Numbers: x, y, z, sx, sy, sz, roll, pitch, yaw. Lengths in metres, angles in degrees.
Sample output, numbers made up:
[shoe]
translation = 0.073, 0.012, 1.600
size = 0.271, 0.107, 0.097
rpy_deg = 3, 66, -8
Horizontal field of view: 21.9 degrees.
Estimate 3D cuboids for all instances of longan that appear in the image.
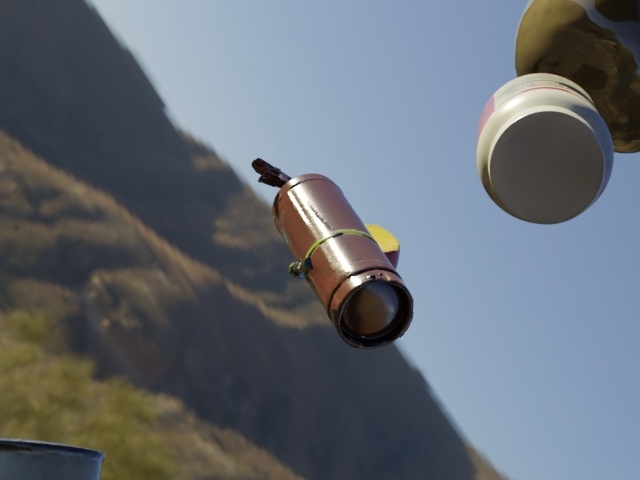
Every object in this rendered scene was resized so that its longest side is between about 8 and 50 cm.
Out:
[longan]
translation = 0.346, -0.228, 1.970
size = 0.246, 0.246, 0.215
rpy_deg = 58, -17, -13

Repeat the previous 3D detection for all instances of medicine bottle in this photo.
[medicine bottle]
translation = 0.217, -0.090, 1.616
size = 0.131, 0.131, 0.250
rpy_deg = 57, 11, -6

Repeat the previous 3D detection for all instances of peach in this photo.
[peach]
translation = 0.051, 0.030, 2.369
size = 0.151, 0.151, 0.118
rpy_deg = 87, -6, -76

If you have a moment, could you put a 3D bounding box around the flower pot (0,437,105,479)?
[flower pot]
translation = -0.469, 0.453, 2.361
size = 0.293, 0.293, 0.330
rpy_deg = 95, -1, -78

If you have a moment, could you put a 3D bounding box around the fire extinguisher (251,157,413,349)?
[fire extinguisher]
translation = 0.000, 0.000, 1.994
size = 0.141, 0.105, 0.341
rpy_deg = 36, 11, -33
